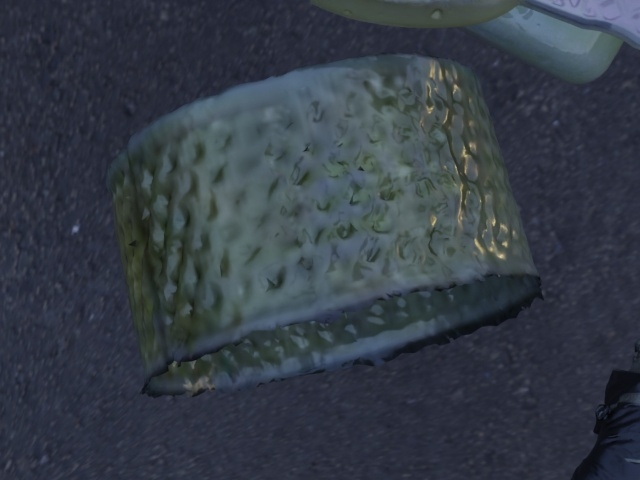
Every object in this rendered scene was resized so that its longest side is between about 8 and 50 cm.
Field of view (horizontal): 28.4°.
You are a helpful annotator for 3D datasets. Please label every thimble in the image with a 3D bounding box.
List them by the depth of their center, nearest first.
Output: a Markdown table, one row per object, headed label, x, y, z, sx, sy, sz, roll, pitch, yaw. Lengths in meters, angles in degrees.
| label | x | y | z | sx | sy | sz | roll | pitch | yaw |
| --- | --- | --- | --- | --- | --- | --- | --- | --- | --- |
| thimble | 0.000 | 0.000 | 0.820 | 0.271 | 0.271 | 0.150 | -10 | 77 | -18 |

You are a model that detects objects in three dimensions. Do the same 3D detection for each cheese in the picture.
| label | x | y | z | sx | sy | sz | roll | pitch | yaw |
| --- | --- | --- | --- | --- | --- | --- | --- | --- | --- |
| cheese | 0.097 | -0.154 | 0.693 | 0.255 | 0.050 | 0.127 | 25 | 84 | 9 |

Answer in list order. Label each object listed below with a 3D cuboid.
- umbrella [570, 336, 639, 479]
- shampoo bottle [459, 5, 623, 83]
| label | x | y | z | sx | sy | sz | roll | pitch | yaw |
| --- | --- | --- | --- | --- | --- | --- | --- | --- | --- |
| umbrella | 0.357 | 0.260 | 1.511 | 0.113 | 0.106 | 0.357 | 31 | 84 | 10 |
| shampoo bottle | 0.248 | -0.351 | 1.342 | 0.322 | 0.322 | 0.317 | 25 | 99 | -8 |
